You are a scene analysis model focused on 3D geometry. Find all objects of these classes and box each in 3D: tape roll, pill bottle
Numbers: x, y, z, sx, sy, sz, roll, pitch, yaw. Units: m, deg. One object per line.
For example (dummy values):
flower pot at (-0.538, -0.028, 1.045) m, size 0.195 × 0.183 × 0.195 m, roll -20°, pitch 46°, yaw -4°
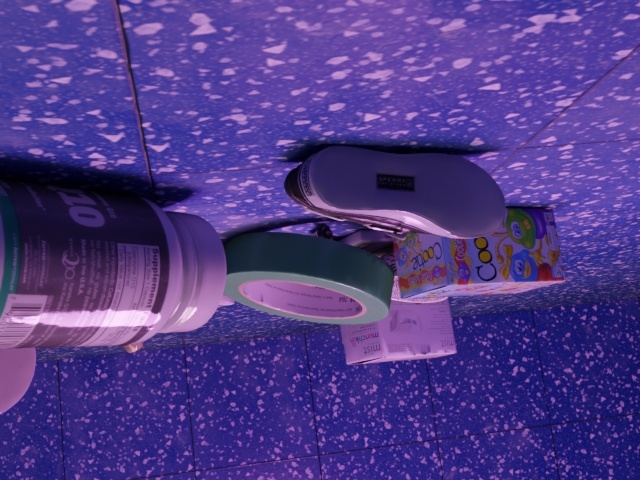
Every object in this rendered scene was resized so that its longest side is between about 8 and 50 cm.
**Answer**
tape roll at (-0.028, 0.075, 1.587) m, size 0.322 × 0.077 × 0.321 m, roll 9°, pitch 162°, yaw 3°
pill bottle at (-0.310, 0.035, 1.108) m, size 0.204 × 0.204 × 0.361 m, roll -16°, pitch 166°, yaw 39°

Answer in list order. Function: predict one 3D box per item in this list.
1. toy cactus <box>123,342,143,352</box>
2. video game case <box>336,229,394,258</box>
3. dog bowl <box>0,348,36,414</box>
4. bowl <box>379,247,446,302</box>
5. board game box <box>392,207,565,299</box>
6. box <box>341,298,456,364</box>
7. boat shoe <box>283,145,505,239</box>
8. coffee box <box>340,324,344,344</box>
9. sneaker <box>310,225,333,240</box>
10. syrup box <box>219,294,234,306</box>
toy cactus at (-0.401, 0.139, 1.671) m, size 0.219 × 0.180 × 0.112 m, roll -16°, pitch -161°, yaw 26°
video game case at (0.112, 0.015, 1.739) m, size 0.207 × 0.026 × 0.227 m, roll -1°, pitch 167°, yaw -28°
dog bowl at (-0.734, 0.250, 1.790) m, size 0.265 × 0.264 × 0.104 m, roll 2°, pitch 164°, yaw -39°
bowl at (0.169, 0.060, 1.684) m, size 0.170 × 0.080 × 0.170 m, roll 8°, pitch 162°, yaw 3°
board game box at (0.288, 0.023, 1.578) m, size 0.276 × 0.142 × 0.144 m, roll -1°, pitch 167°, yaw -31°
box at (0.178, 0.163, 2.000) m, size 0.262 × 0.231 × 0.127 m, roll 3°, pitch 165°, yaw -44°
boat shoe at (0.100, -0.056, 1.148) m, size 0.307 × 0.113 × 0.105 m, roll 2°, pitch 173°, yaw -26°
coffee box at (0.140, 0.201, 2.337) m, size 0.119 × 0.168 × 0.297 m, roll -10°, pitch 168°, yaw 14°
sneaker at (0.000, 0.000, 1.553) m, size 0.044 × 0.040 × 0.109 m, roll -6°, pitch 169°, yaw 4°
syrup box at (-0.298, 0.099, 1.731) m, size 0.237 × 0.096 × 0.093 m, roll -14°, pitch 165°, yaw 28°
